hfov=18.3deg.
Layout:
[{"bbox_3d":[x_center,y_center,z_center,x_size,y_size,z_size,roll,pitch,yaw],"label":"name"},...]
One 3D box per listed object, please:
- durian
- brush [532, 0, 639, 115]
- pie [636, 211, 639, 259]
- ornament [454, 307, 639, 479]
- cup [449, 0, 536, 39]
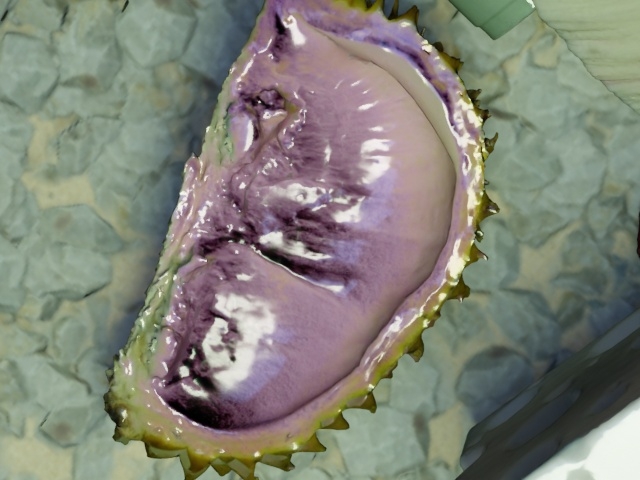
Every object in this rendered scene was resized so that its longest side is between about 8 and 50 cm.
[{"bbox_3d":[0.000,0.001,1.219,0.191,0.112,0.341,20,101,-1],"label":"durian"},{"bbox_3d":[0.262,-0.136,1.153,0.266,0.166,0.174,42,59,-24],"label":"brush"},{"bbox_3d":[0.270,0.001,1.208,0.154,0.036,0.154,0,89,9],"label":"pie"},{"bbox_3d":[0.234,0.159,1.089,0.240,0.239,0.240,-37,92,13],"label":"ornament"},{"bbox_3d":[0.092,-0.200,1.205,0.120,0.120,0.141,-44,95,6],"label":"cup"}]
